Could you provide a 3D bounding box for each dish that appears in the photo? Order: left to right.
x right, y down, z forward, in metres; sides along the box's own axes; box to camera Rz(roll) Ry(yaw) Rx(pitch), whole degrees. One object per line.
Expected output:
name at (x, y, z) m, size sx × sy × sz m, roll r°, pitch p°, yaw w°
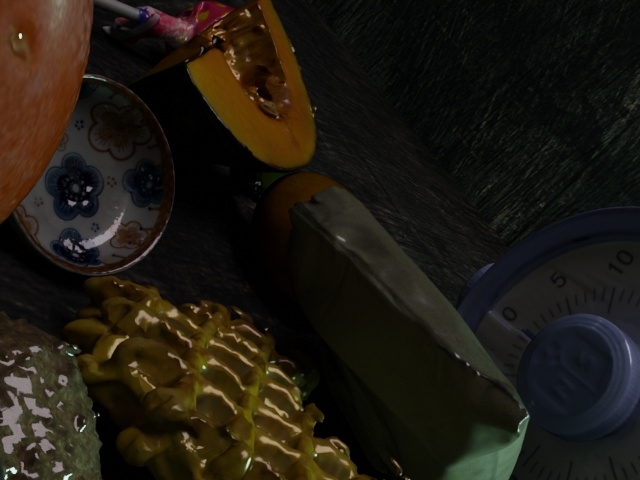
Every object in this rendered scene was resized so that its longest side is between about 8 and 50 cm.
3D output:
dish at (-0.183, -0.044, 0.672) m, size 0.141 × 0.078 × 0.141 m, roll 5°, pitch 84°, yaw -50°

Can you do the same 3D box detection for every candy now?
candy at (-0.200, -0.256, 1.100) m, size 0.124 × 0.124 × 0.365 m, roll 55°, pitch 23°, yaw 22°

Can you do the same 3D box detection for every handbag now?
handbag at (0.066, 0.115, 0.767) m, size 0.253 × 0.109 × 0.316 m, roll 54°, pitch -12°, yaw 30°

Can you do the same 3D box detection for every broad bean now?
broad bean at (-0.066, -0.072, 1.109) m, size 0.061 × 0.046 × 0.195 m, roll 48°, pitch 15°, yaw 4°

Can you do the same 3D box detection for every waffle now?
waffle at (-0.037, 0.116, 0.589) m, size 0.259 × 0.069 × 0.293 m, roll 30°, pitch 10°, yaw -45°

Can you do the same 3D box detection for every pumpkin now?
pumpkin at (-0.102, -0.138, 1.013) m, size 0.169 × 0.148 × 0.312 m, roll 57°, pitch 27°, yaw -18°

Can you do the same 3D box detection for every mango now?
mango at (-0.004, -0.003, 0.981) m, size 0.151 × 0.120 × 0.221 m, roll 45°, pitch 8°, yaw -20°

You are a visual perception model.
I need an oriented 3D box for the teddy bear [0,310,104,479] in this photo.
teddy bear at (-0.143, 0.084, 0.343) m, size 0.251 × 0.129 × 0.182 m, roll 35°, pitch -17°, yaw -29°

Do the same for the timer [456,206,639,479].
timer at (0.266, 0.144, 0.907) m, size 0.173 × 0.395 × 0.395 m, roll 30°, pitch 24°, yaw -44°

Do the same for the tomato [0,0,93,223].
tomato at (-0.218, -0.114, 0.379) m, size 0.265 × 0.265 × 0.265 m, roll 44°, pitch 15°, yaw -16°
